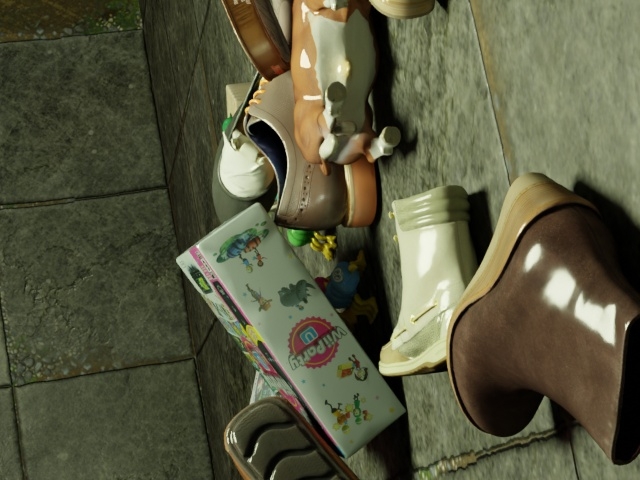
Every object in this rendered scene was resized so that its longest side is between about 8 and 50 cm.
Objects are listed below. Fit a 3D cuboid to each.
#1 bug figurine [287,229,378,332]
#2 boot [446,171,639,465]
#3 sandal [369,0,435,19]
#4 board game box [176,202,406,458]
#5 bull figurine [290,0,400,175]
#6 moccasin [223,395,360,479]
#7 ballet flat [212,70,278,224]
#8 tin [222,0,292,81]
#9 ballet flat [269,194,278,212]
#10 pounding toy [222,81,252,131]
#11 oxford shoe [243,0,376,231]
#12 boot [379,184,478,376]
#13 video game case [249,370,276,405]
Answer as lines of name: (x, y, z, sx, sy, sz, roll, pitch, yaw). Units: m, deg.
bug figurine: (0.000, 0.000, 1.620, 0.216, 0.072, 0.279, 104, 155, -59)
boot: (0.166, 0.095, 0.904, 0.207, 0.090, 0.248, -112, 23, -55)
sandal: (0.047, -0.306, 1.211, 0.240, 0.088, 0.079, -123, 24, -44)
board game box: (-0.043, 0.111, 1.542, 0.303, 0.097, 0.224, 54, 168, -4)
bull figurine: (0.017, -0.224, 1.349, 0.188, 0.101, 0.310, -160, 63, -74)
moccasin: (0.021, 0.355, 1.446, 0.380, 0.139, 0.147, 45, 168, 21)
ballet flat: (-0.082, -0.144, 1.632, 0.096, 0.095, 0.281, -27, -45, -81)
tin: (-0.084, -0.273, 1.439, 0.190, 0.040, 0.106, 67, -172, 15)
ballet flat: (-0.079, -0.095, 1.931, 0.248, 0.086, 0.086, -114, 20, -55)
pounding toy: (-0.079, -0.142, 1.725, 0.100, 0.141, 0.130, -121, 26, -60)
oxford shoe: (-0.029, -0.186, 1.498, 0.130, 0.132, 0.364, 114, 146, -68)
boot: (0.101, 0.043, 1.197, 0.213, 0.077, 0.165, 141, 120, -69)
video game case: (-0.075, 0.206, 2.033, 0.190, 0.022, 0.173, 156, 126, -73)
